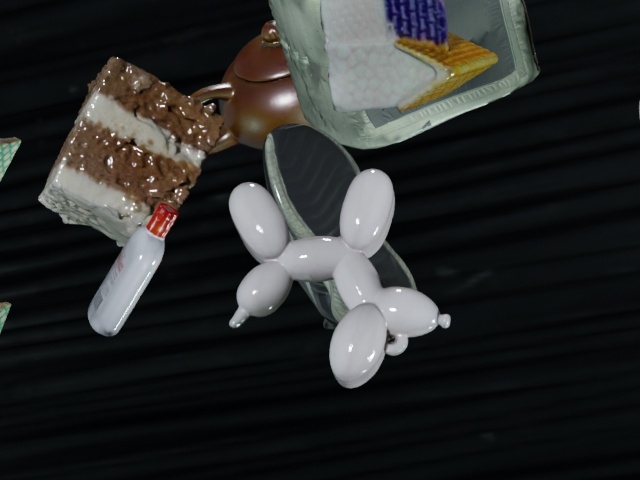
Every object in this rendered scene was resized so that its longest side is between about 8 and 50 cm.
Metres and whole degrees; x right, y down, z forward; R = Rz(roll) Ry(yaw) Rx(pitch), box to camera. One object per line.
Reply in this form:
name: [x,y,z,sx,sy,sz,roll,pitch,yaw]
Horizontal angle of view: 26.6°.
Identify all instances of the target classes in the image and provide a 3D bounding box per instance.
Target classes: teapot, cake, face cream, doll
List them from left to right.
cake: [-0.189,-0.079,1.330,0.135,0.134,0.147,29,72,-13]
face cream: [-0.109,0.016,0.797,0.021,0.083,0.040,27,16,-20]
teapot: [-0.055,-0.180,1.538,0.178,0.252,0.135,42,-24,57]
doll: [0.012,0.029,0.996,0.059,0.161,0.160,78,8,-70]

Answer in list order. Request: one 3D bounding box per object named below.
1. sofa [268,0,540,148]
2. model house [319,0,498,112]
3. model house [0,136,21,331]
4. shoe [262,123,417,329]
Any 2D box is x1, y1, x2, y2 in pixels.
sofa: [0.078,-0.221,1.332,0.176,0.225,0.210,42,-25,62]
model house: [0.065,-0.146,0.955,0.088,0.100,0.100,-23,108,-54]
model house: [-0.303,0.036,0.835,0.206,0.271,0.178,63,15,-3]
shoe: [0.000,0.000,1.302,0.099,0.112,0.227,-31,93,-30]
